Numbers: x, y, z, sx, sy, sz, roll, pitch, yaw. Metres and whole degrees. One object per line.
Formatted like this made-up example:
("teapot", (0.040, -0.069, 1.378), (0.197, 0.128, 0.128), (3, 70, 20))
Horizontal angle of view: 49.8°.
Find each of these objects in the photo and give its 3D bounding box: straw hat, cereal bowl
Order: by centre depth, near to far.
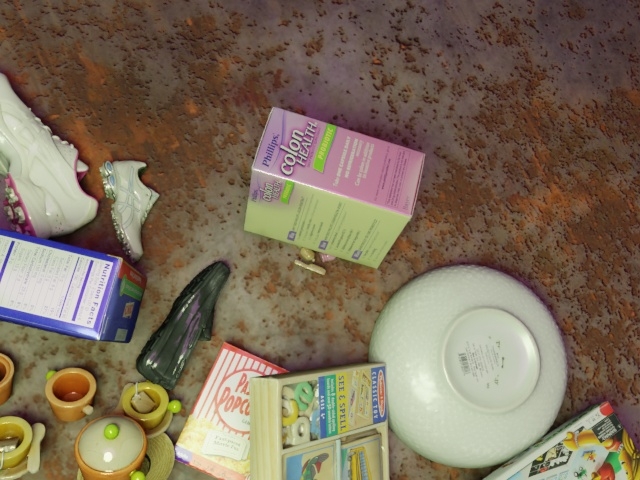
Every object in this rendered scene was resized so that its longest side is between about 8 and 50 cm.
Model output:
("straw hat", (-0.288, 0.353, 1.039), (0.145, 0.061, 0.144), (-1, 38, 1))
("cereal bowl", (0.253, 0.198, 1.121), (0.339, 0.141, 0.338), (2, 77, -9))

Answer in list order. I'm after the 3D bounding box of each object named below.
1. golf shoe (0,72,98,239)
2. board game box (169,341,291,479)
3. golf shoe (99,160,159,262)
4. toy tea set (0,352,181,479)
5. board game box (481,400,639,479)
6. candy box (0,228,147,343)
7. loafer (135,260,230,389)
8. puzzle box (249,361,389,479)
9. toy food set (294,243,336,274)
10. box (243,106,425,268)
("golf shoe", (-0.464, -0.140, 1.123), (0.140, 0.115, 0.306), (-16, 78, -32))
("board game box", (-0.129, 0.279, 1.092), (0.147, 0.045, 0.193), (24, 74, -2))
("golf shoe", (-0.305, -0.054, 1.137), (0.086, 0.069, 0.176), (-13, 80, -17))
("toy tea set", (-0.377, 0.243, 0.988), (0.336, 0.124, 0.200), (11, 40, -4))
("board game box", (0.370, 0.402, 1.040), (0.305, 0.053, 0.193), (-25, 78, -23))
("candy box", (-0.430, 0.058, 0.985), (0.317, 0.268, 0.122), (15, 78, -5))
("loafer", (-0.206, 0.133, 1.103), (0.078, 0.076, 0.223), (40, 63, -19))
("puzzle box", (0.011, 0.386, 0.972), (0.052, 0.272, 0.408), (-6, 84, 36))
("toy food set", (0.000, 0.000, 1.193), (0.078, 0.019, 0.122), (22, 65, 0))
("box", (0.014, -0.075, 1.098), (0.243, 0.213, 0.117), (16, 65, -2))
